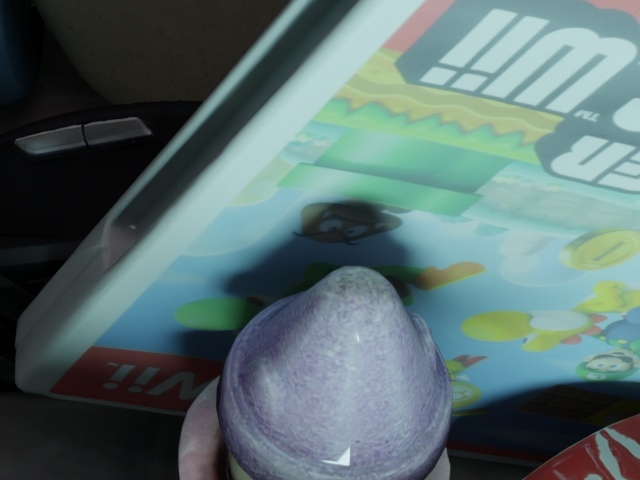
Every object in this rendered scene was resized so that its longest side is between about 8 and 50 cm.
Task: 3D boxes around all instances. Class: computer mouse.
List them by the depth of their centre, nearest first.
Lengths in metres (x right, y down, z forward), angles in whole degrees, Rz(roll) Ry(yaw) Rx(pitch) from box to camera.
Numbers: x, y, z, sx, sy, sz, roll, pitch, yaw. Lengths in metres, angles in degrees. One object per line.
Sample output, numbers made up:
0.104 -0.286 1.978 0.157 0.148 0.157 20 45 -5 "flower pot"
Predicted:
0.000 0.000 0.510 0.262 0.184 0.060 -15 62 27 "computer mouse"

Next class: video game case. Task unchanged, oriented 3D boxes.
0.069 -0.006 0.400 0.204 0.285 0.025 11 62 -24 "video game case"

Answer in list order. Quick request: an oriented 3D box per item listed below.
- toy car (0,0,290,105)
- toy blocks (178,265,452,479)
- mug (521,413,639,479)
-0.035 -0.179 0.602 0.219 0.210 0.238 -3 43 5 "toy car"
-0.076 0.154 0.316 0.289 0.260 0.309 -6 56 -12 "toy blocks"
0.121 0.142 0.463 0.113 0.150 0.169 -41 58 11 "mug"
